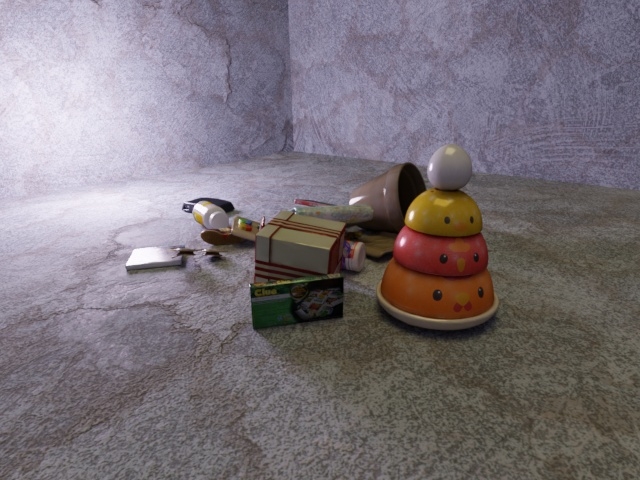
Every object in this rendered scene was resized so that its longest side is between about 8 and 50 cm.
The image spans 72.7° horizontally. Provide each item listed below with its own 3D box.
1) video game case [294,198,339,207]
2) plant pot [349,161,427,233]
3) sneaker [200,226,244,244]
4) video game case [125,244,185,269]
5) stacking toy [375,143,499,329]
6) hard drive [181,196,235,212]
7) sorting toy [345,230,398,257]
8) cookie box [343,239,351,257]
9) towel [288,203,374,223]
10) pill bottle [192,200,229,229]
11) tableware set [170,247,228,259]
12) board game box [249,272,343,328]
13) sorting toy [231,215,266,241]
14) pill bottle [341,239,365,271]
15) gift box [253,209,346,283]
[{"bbox_3d":[0.041,-0.167,2.141,0.284,0.025,0.204,13,8,23],"label":"video game case"},{"bbox_3d":[0.293,-0.163,1.945,0.280,0.324,0.323,-8,13,35],"label":"plant pot"},{"bbox_3d":[-0.423,-0.023,1.882,0.185,0.070,0.084,4,19,-11],"label":"sneaker"},{"bbox_3d":[-0.643,0.064,1.710,0.201,0.023,0.183,-6,20,-11],"label":"video game case"},{"bbox_3d":[0.334,-0.025,1.219,0.350,0.481,0.351,-2,19,1],"label":"stacking toy"},{"bbox_3d":[-0.614,-0.188,2.370,0.254,0.054,0.172,10,22,29],"label":"hard drive"},{"bbox_3d":[0.216,0.011,1.797,0.228,0.041,0.307,-16,20,-36],"label":"sorting toy"},{"bbox_3d":[0.041,0.015,1.489,0.107,0.040,0.092,16,-16,25],"label":"cookie box"},{"bbox_3d":[0.005,-0.090,1.826,0.320,0.090,0.374,-7,-2,-18],"label":"towel"},{"bbox_3d":[-0.515,-0.112,2.057,0.117,0.118,0.208,-15,23,-33],"label":"pill bottle"},{"bbox_3d":[-0.464,0.053,1.670,0.194,0.039,0.128,4,-1,-38],"label":"tableware set"},{"bbox_3d":[-0.063,0.168,1.212,0.259,0.136,0.030,-5,27,-12],"label":"board game box"},{"bbox_3d":[-0.288,-0.049,1.894,0.192,0.038,0.208,17,17,-14],"label":"sorting toy"},{"bbox_3d":[0.059,0.049,1.583,0.193,0.108,0.108,7,21,22],"label":"pill bottle"},{"bbox_3d":[-0.072,0.060,1.371,0.257,0.255,0.276,11,20,11],"label":"gift box"}]
